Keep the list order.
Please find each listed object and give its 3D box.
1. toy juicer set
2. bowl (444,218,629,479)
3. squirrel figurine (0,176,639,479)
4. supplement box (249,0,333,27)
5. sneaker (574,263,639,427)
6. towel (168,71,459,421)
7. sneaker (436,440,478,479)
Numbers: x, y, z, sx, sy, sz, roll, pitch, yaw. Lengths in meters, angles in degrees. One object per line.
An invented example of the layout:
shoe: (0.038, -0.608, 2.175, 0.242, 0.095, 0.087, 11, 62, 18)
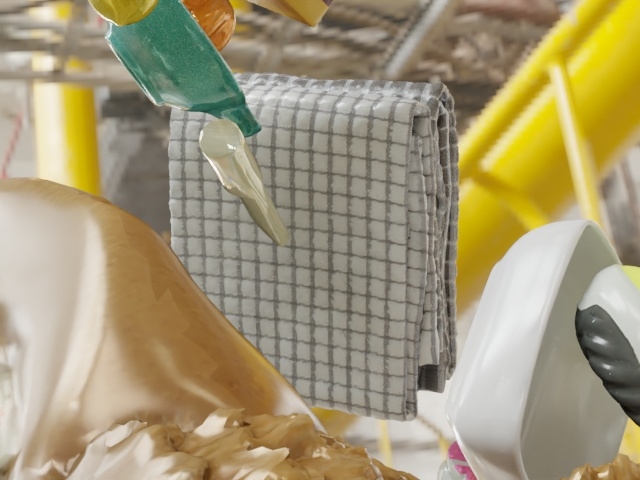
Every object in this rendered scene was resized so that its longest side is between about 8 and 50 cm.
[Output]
toy juicer set: (-0.100, -0.150, 1.214, 0.089, 0.329, 0.209, -37, -1, -5)
bowl: (0.110, 0.072, 0.867, 0.053, 0.142, 0.142, 7, -29, 28)
squirrel figurine: (0.003, 0.187, 0.685, 0.370, 0.281, 0.397, 40, -23, -31)
supplement box: (-0.041, -0.299, 1.259, 0.191, 0.129, 0.194, 40, -97, -43)
sneaker: (0.302, 0.103, 0.810, 0.385, 0.147, 0.145, 29, 8, 6)
towel: (0.000, 0.000, 1.482, 0.235, 0.283, 0.121, 6, 19, 23)
sneaker: (0.176, 0.288, 1.454, 0.111, 0.252, 0.103, -51, -16, 30)
